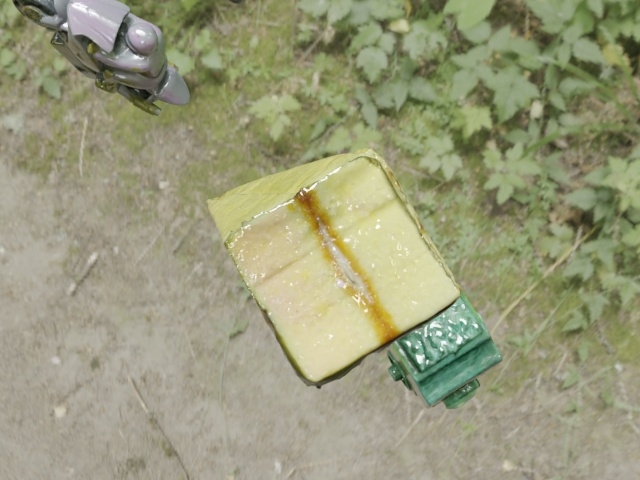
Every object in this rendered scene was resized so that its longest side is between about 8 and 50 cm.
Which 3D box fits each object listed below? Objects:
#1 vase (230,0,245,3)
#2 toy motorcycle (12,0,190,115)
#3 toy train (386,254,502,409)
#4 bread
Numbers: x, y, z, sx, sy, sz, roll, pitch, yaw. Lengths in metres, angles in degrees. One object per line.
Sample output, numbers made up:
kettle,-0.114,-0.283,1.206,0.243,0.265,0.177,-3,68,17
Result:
vase,-0.102,-0.567,1.953,0.115,0.237,0.116,23,59,-45
toy motorcycle,-0.224,-0.212,1.047,0.152,0.225,0.073,10,72,34
toy train,0.142,0.101,1.383,0.166,0.238,0.299,-33,78,-4
bread,-0.002,0.000,0.918,0.163,0.264,0.168,-32,107,-3
